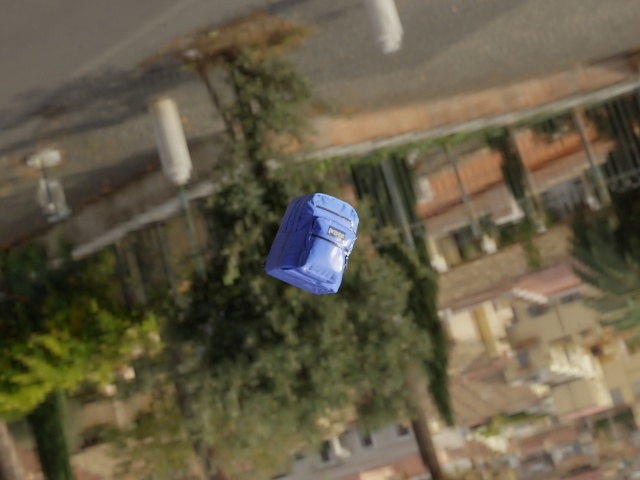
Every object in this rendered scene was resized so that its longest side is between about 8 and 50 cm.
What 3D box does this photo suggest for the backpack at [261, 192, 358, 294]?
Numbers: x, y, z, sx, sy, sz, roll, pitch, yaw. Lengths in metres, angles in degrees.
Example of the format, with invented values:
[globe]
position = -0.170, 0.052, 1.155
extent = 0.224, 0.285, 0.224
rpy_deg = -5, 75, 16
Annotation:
[backpack]
position = 0.000, 0.000, 1.764
extent = 0.098, 0.120, 0.101
rpy_deg = 26, 163, -28
